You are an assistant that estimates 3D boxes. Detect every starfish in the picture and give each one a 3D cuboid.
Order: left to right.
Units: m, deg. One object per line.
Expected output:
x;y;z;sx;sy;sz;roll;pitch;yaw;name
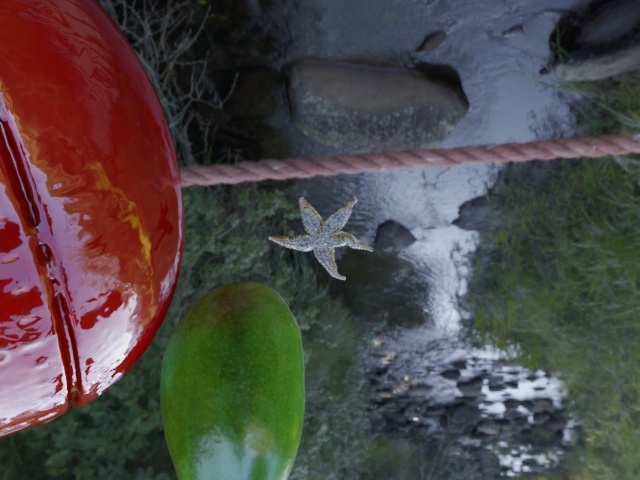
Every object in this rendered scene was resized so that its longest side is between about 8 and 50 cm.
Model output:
0.000;0.000;0.549;0.086;0.016;0.092;-18;114;4;starfish

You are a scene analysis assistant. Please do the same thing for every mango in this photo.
-0.127;0.228;0.884;0.226;0.381;0.201;-21;136;18;mango

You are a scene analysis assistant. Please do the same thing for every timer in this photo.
-0.270;-0.040;0.466;0.279;0.377;0.378;-23;170;-32;timer
